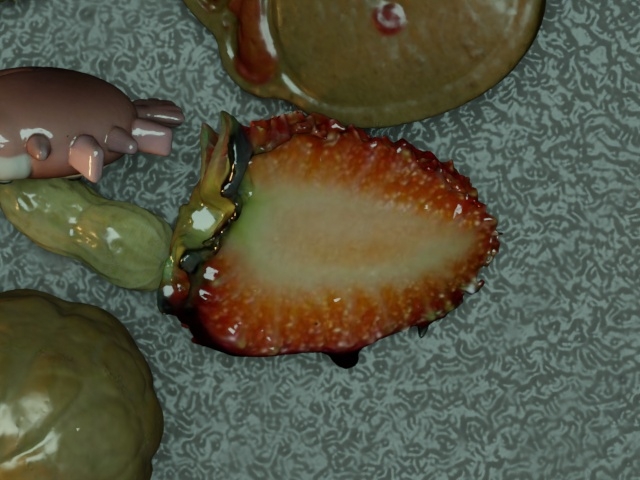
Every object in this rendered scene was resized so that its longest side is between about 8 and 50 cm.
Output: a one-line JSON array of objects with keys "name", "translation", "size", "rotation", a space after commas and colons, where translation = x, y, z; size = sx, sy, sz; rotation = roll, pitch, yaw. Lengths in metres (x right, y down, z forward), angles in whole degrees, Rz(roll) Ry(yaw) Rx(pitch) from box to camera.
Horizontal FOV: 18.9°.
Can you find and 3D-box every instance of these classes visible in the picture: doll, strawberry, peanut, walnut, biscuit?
[{"name": "doll", "translation": [-0.237, -0.103, 1.688], "size": [0.262, 0.211, 0.093], "rotation": [-10, 113, -45]}, {"name": "strawberry", "translation": [0.000, 0.000, 1.744], "size": [0.306, 0.137, 0.233], "rotation": [13, 103, -31]}, {"name": "peanut", "translation": [-0.212, -0.014, 1.743], "size": [0.187, 0.082, 0.082], "rotation": [27, 87, -2]}, {"name": "walnut", "translation": [-0.278, 0.170, 1.643], "size": [0.296, 0.285, 0.285], "rotation": [-21, 89, 10]}, {"name": "biscuit", "translation": [0.031, -0.289, 1.716], "size": [0.358, 0.074, 0.381], "rotation": [-18, 96, 17]}]
